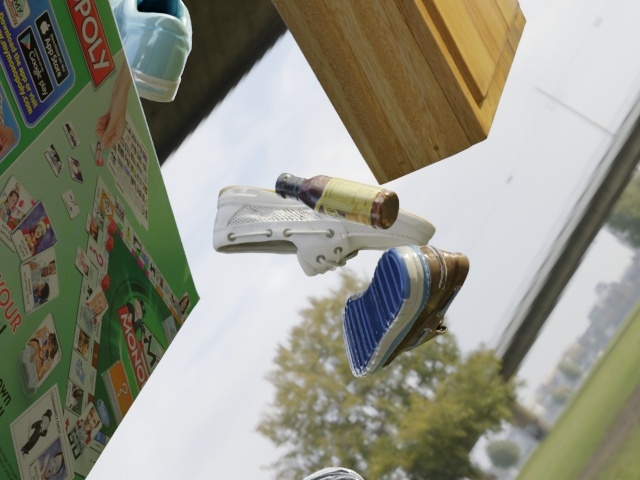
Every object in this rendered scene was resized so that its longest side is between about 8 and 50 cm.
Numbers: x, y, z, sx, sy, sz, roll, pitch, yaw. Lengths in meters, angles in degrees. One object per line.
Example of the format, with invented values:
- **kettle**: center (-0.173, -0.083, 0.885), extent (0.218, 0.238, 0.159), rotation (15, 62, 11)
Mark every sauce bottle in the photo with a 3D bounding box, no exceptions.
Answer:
- **sauce bottle**: center (0.014, -0.042, 1.017), extent (0.042, 0.128, 0.042), rotation (-28, -55, -49)

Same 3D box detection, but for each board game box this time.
- **board game box**: center (-0.155, -0.016, 0.496), extent (0.213, 0.046, 0.317), rotation (-62, -29, -43)

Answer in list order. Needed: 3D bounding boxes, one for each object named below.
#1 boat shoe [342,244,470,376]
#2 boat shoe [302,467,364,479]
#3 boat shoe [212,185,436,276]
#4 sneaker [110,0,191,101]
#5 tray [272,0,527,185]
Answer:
- **boat shoe**: center (0.066, 0.060, 0.813), extent (0.066, 0.066, 0.183), rotation (-6, -22, -17)
- **boat shoe**: center (-0.072, 0.363, 1.184), extent (0.301, 0.108, 0.102), rotation (-30, -9, -8)
- **boat shoe**: center (0.000, 0.000, 1.257), extent (0.098, 0.277, 0.096), rotation (49, -130, -64)
- **sneaker**: center (-0.259, -0.342, 1.613), extent (0.135, 0.366, 0.150), rotation (16, -68, -28)
- **tray**: center (-0.015, -0.255, 0.558), extent (0.076, 0.411, 0.203), rotation (-23, 20, 27)
